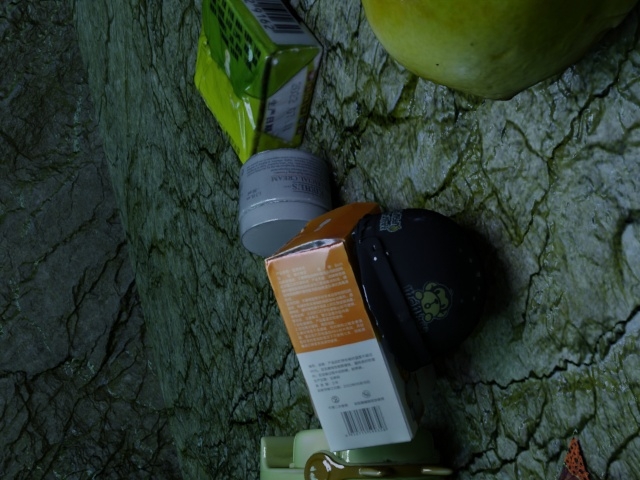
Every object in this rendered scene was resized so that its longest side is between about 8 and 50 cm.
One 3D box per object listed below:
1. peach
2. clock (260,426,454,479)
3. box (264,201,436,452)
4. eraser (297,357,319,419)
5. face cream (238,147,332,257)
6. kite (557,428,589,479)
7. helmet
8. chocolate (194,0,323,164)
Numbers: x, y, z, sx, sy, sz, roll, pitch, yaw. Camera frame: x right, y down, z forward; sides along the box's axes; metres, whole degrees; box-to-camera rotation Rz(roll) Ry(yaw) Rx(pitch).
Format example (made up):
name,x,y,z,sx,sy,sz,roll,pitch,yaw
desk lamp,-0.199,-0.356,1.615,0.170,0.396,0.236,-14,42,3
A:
name,x,y,z,sx,sy,sz,roll,pitch,yaw
peach,0.171,-0.316,0.858,0.314,0.282,0.315,49,148,27
clock,0.075,0.390,1.453,0.348,0.286,0.117,-27,61,58
box,0.056,0.131,1.317,0.144,0.225,0.341,-14,102,21
eraser,0.005,0.185,1.552,0.087,0.171,0.290,-6,114,21
face cream,-0.066,-0.068,1.549,0.177,0.177,0.152,129,142,-59
kite,0.364,0.380,1.169,0.125,0.008,0.222,-39,68,65
helmet,0.156,0.058,1.182,0.279,0.161,0.230,-68,-42,-73
chocolate,-0.130,-0.345,1.614,0.300,0.137,0.288,59,150,32
